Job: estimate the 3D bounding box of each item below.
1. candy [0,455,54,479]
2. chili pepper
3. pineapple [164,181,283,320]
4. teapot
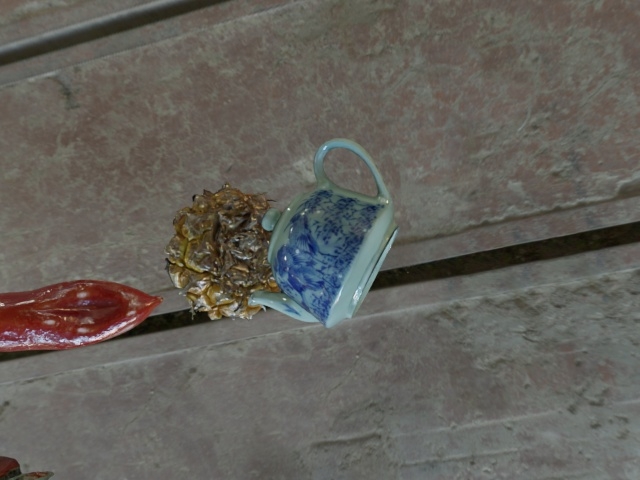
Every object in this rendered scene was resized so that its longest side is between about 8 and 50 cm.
[{"bbox_3d":[-0.621,0.426,0.930,0.293,0.086,0.059,-1,101,12],"label":"candy"},{"bbox_3d":[-0.234,0.067,0.449,0.191,0.050,0.059,-8,66,-7],"label":"chili pepper"},{"bbox_3d":[-0.118,0.015,0.755,0.225,0.076,0.224,5,81,-30],"label":"pineapple"},{"bbox_3d":[0.000,0.000,0.586,0.159,0.159,0.231,27,108,10],"label":"teapot"}]
